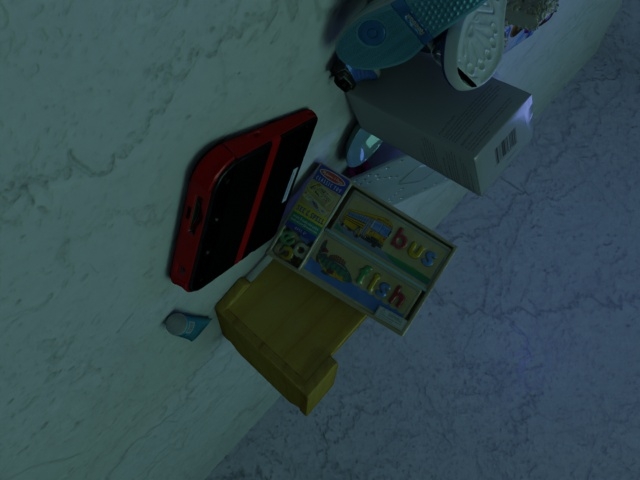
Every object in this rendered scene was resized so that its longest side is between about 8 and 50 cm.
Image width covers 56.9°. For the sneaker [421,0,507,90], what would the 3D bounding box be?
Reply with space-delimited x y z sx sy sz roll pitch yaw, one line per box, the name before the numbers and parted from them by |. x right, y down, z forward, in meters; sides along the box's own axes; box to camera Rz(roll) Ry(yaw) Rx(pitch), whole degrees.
sneaker | 0.244 -0.405 1.208 0.236 0.130 0.322 -13 -128 50

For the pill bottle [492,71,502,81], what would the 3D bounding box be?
pill bottle | 0.440 -0.429 1.828 0.265 0.153 0.153 -41 160 -27

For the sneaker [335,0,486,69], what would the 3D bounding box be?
sneaker | 0.172 -0.462 1.119 0.319 0.208 0.127 -23 132 27

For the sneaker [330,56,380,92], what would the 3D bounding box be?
sneaker | 0.071 -0.353 1.255 0.084 0.058 0.152 -59 156 10

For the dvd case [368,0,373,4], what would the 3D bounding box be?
dvd case | 0.165 -0.520 1.209 0.180 0.022 0.253 -33 155 -41

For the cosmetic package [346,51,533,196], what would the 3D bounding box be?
cosmetic package | 0.260 -0.284 1.312 0.197 0.365 0.155 -47 146 -8

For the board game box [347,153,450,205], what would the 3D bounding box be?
board game box | 0.293 -0.221 1.795 0.390 0.050 0.390 -24 165 9

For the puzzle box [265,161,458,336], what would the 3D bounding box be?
puzzle box | 0.104 0.022 1.482 0.272 0.409 0.052 -59 -179 0

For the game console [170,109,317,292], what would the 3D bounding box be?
game console | -0.166 -0.081 1.267 0.342 0.060 0.386 -40 161 -46

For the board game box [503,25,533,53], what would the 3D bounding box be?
board game box | 0.618 -0.728 1.794 0.318 0.066 0.318 -38 158 -33

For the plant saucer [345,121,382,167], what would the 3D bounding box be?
plant saucer | 0.121 -0.282 1.552 0.195 0.037 0.195 -44 161 -20

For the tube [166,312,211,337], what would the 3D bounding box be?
tube | -0.326 0.218 1.481 0.080 0.052 0.207 -43 167 -5

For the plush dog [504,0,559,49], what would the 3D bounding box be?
plush dog | 0.485 -0.645 1.537 0.225 0.211 0.262 -57 -165 -24

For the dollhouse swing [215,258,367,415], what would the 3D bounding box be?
dollhouse swing | -0.059 0.230 1.644 0.305 0.347 0.315 -43 161 -22
